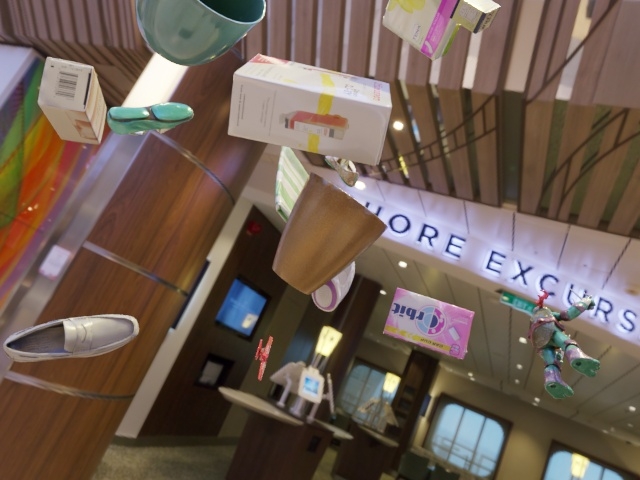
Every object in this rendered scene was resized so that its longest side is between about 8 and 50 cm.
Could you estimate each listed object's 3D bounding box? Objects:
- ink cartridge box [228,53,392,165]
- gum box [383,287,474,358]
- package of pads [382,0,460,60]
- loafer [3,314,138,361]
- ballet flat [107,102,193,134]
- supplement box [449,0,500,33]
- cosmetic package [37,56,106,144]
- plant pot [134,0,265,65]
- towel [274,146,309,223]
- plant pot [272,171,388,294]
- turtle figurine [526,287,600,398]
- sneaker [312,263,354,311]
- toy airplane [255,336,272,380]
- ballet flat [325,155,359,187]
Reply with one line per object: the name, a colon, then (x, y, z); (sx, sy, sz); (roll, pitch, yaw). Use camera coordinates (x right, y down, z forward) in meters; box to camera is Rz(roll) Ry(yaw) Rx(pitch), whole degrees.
ink cartridge box: (-0.015, -0.351, 1.259); (0.385, 0.160, 0.279); (13, 30, 0)
gum box: (0.248, 0.189, 1.084); (0.188, 0.107, 0.062); (17, -10, 11)
package of pads: (0.324, -0.723, 1.419); (0.229, 0.101, 0.296); (42, -31, 14)
loafer: (-0.653, 0.260, 1.267); (0.320, 0.112, 0.111); (-10, -12, -20)
ballet flat: (-0.508, -0.360, 1.430); (0.247, 0.083, 0.087); (-13, -26, -31)
supplement box: (0.393, -0.581, 1.215); (0.083, 0.083, 0.056); (42, -35, 16)
cosmetic package: (-0.764, -0.423, 1.492); (0.129, 0.153, 0.296); (7, -8, -17)
plant pot: (-0.325, -0.586, 1.203); (0.293, 0.293, 0.235); (32, -44, -27)
towel: (-0.087, -0.168, 1.750); (0.038, 0.324, 0.248); (-16, -44, 22)
plant pot: (0.000, 0.000, 1.197); (0.237, 0.254, 0.237); (35, 3, -2)
turtle figurine: (0.493, 0.202, 0.995); (0.118, 0.234, 0.175); (11, -57, 7)
sneaker: (0.046, 0.052, 1.433); (0.114, 0.305, 0.152); (17, 19, 23)
toy airplane: (-0.187, 0.373, 1.544); (0.028, 0.151, 0.151); (11, -16, 6)
ballet flat: (0.085, -0.273, 1.764); (0.073, 0.067, 0.206); (15, 28, -43)
